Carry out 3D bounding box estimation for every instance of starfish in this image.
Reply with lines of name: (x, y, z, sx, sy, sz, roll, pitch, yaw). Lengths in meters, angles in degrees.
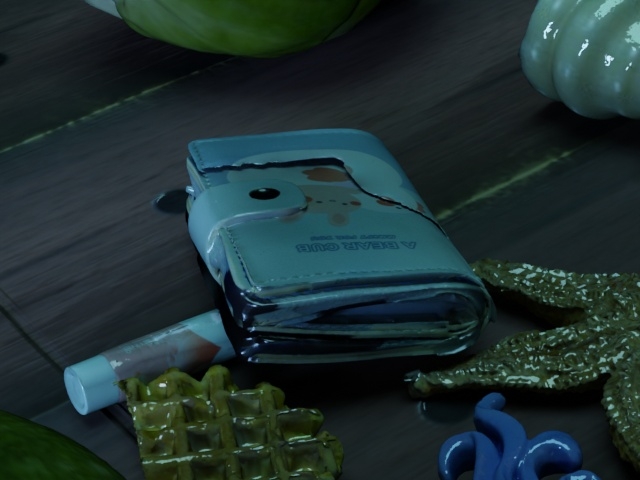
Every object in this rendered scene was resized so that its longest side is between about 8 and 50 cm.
starfish: (0.200, 0.071, 1.003, 0.302, 0.060, 0.299, 0, 41, 30)

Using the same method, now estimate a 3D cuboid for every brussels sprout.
brussels sprout: (-0.064, -0.308, 1.397, 0.355, 0.289, 0.281, -13, 19, 11)

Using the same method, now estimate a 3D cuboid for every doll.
doll: (0.112, 0.158, 0.875, 0.110, 0.067, 0.206, -20, 37, 3)

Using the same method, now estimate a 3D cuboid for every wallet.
wallet: (0.000, 0.000, 1.092, 0.176, 0.075, 0.250, -3, 26, -14)

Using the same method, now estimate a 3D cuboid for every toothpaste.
toothpaste: (-0.075, 0.067, 1.070, 0.205, 0.036, 0.056, -20, 39, -27)

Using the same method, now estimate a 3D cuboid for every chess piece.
chess piece: (0.285, -0.118, 1.222, 0.133, 0.133, 0.243, -26, 46, -27)

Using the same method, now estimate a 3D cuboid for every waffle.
waffle: (-0.073, 0.141, 0.950, 0.161, 0.046, 0.192, -32, 42, -34)

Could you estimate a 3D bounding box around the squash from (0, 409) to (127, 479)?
squash: (-0.178, 0.194, 0.658, 0.310, 0.308, 0.310, -5, 35, 3)
